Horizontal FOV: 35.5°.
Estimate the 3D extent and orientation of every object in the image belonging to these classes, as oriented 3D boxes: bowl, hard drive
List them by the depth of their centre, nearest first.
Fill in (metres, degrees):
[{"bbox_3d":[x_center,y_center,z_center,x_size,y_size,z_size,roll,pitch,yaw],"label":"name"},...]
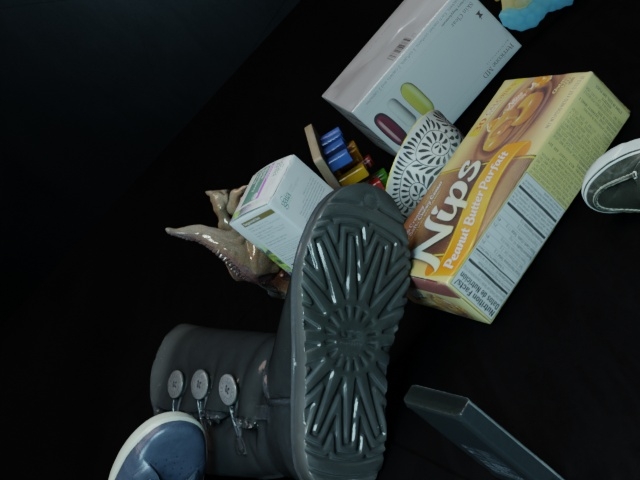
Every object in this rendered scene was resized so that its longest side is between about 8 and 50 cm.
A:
[{"bbox_3d":[0.148,0.183,0.914,0.022,0.135,0.094,-56,22,-15],"label":"hard drive"},{"bbox_3d":[0.163,-0.087,1.372,0.080,0.170,0.170,25,71,23],"label":"bowl"}]

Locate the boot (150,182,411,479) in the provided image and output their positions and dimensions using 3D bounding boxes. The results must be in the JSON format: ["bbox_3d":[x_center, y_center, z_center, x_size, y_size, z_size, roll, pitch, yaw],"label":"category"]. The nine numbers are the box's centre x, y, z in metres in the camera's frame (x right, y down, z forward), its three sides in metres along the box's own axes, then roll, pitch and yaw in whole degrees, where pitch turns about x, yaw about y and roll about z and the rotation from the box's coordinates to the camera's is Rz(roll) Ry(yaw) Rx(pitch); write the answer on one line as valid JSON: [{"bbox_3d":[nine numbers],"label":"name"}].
[{"bbox_3d":[-0.075,0.133,1.320,0.445,0.146,0.367,-14,63,60],"label":"boot"}]

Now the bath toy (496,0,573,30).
[{"bbox_3d":[0.336,-0.468,1.648,0.348,0.151,0.129,-80,3,-54],"label":"bath toy"}]

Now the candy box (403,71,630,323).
[{"bbox_3d":[0.220,-0.059,1.238,0.316,0.087,0.183,-55,22,-10],"label":"candy box"}]

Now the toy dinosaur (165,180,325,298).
[{"bbox_3d":[-0.084,0.019,1.472,0.127,0.295,0.200,-4,91,38],"label":"toy dinosaur"}]

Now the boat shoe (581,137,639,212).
[{"bbox_3d":[0.351,-0.063,0.999,0.219,0.078,0.070,-22,33,47],"label":"boat shoe"}]

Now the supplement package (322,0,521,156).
[{"bbox_3d":[0.160,-0.277,1.640,0.262,0.145,0.204,-49,21,3],"label":"supplement package"}]

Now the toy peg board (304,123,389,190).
[{"bbox_3d":[0.055,-0.109,1.575,0.079,0.161,0.161,-30,24,7],"label":"toy peg board"}]

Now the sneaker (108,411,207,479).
[{"bbox_3d":[-0.205,0.391,1.231,0.148,0.131,0.350,29,104,58],"label":"sneaker"}]

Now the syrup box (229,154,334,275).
[{"bbox_3d":[0.000,0.000,1.372,0.096,0.237,0.093,-25,33,47],"label":"syrup box"}]
